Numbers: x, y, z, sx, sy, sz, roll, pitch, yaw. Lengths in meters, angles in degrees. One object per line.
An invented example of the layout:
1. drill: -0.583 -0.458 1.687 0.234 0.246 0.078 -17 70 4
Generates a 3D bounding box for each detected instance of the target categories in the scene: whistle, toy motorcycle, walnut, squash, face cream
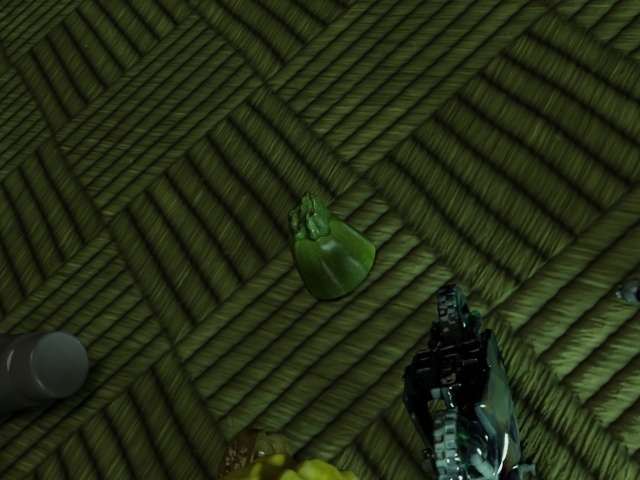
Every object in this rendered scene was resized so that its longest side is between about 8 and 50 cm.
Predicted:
1. whistle: 0.333 0.054 1.185 0.033 0.029 0.083 -39 30 -20
2. toy motorcycle: 0.144 0.169 1.167 0.106 0.159 0.270 -14 31 17
3. walnut: -0.071 0.254 1.300 0.079 0.082 0.096 10 66 10
4. squash: -0.007 -0.004 1.432 0.105 0.132 0.105 -21 44 22
5. face cream: -0.430 0.185 1.661 0.274 0.096 0.154 -15 49 47

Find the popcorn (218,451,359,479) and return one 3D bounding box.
1. popcorn: -0.036 0.295 1.157 0.200 0.226 0.203 20 34 36
